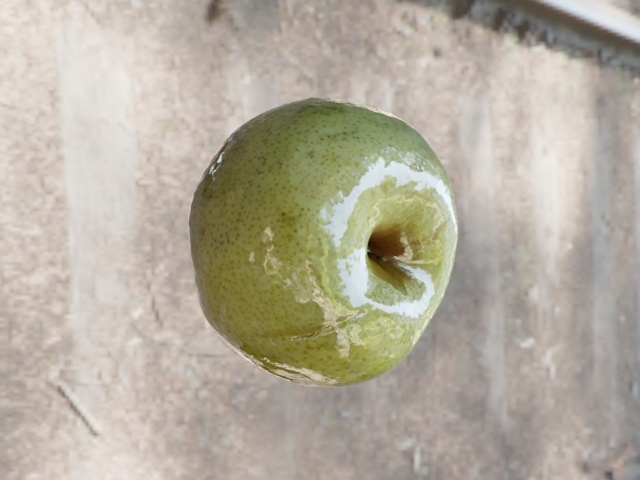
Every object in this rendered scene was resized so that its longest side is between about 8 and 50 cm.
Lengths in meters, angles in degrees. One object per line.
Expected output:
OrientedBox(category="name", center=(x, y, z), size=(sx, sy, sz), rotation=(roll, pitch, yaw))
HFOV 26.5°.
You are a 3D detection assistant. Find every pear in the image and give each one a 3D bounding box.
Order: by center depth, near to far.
OrientedBox(category="pear", center=(0.000, 0.000, 0.780), size=(0.167, 0.136, 0.167), rotation=(-18, 112, -51))
